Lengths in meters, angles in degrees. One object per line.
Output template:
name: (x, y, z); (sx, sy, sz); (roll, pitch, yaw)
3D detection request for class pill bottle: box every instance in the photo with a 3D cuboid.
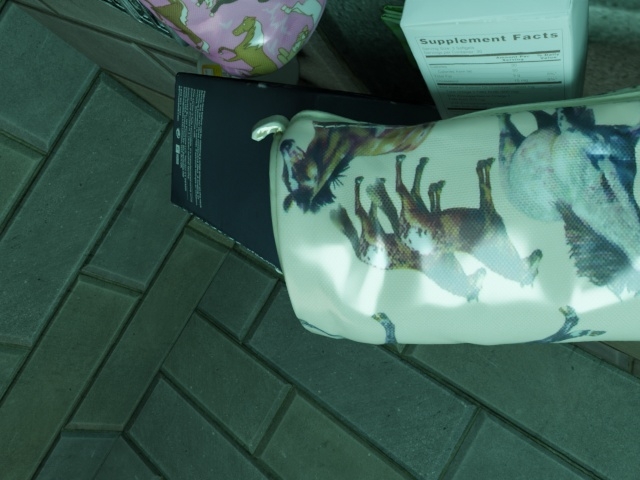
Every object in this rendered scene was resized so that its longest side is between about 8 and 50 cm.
pill bottle: (-0.133, -0.292, 0.908); (0.118, 0.117, 0.208); (33, 176, -36)

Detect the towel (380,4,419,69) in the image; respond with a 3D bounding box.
towel: (0.145, -0.204, 0.580); (0.152, 0.023, 0.113); (28, 175, 39)

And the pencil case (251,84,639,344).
pencil case: (0.159, -0.026, 0.354); (0.411, 0.183, 0.160); (-4, -170, 12)

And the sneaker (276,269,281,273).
sneaker: (0.000, 0.000, 0.808); (0.126, 0.091, 0.240); (4, -162, 1)

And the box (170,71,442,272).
box: (0.033, -0.098, 0.678); (0.343, 0.178, 0.313); (-6, -158, -37)

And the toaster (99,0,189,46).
toaster: (-0.245, -0.373, 0.730); (0.168, 0.110, 0.185); (29, 177, 7)

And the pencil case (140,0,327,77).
pencil case: (-0.155, -0.305, 0.464); (0.160, 0.167, 0.386); (17, 168, 45)

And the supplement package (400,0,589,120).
supplement package: (0.143, -0.155, 0.406); (0.105, 0.105, 0.179); (8, 166, 28)

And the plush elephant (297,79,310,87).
plush elephant: (-0.017, -0.159, 1.031); (0.272, 0.255, 0.330); (39, -175, 4)
